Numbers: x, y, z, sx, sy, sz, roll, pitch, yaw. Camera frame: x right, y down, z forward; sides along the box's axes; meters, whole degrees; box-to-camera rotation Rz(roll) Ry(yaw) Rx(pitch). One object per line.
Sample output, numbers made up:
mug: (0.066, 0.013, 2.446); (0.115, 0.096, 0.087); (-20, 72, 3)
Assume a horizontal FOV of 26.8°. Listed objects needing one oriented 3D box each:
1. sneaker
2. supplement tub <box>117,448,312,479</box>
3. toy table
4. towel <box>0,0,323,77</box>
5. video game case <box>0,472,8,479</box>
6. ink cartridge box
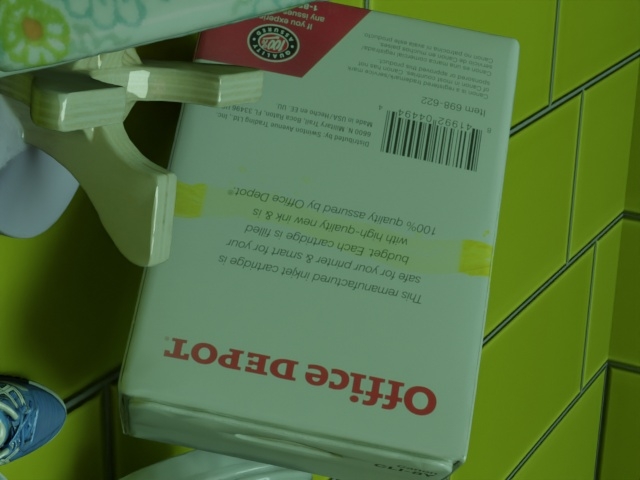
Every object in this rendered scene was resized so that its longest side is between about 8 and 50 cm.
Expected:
sneaker: (-0.260, 0.149, 1.037); (0.211, 0.081, 0.080); (4, 96, -64)
supplement tub: (-0.062, 0.362, 1.206); (0.241, 0.241, 0.331); (19, 49, -63)
toy table: (-0.173, -0.123, 1.005); (0.252, 0.161, 0.274); (-36, 133, -53)
towel: (-0.099, -0.293, 0.864); (0.375, 0.090, 0.320); (-16, 96, -15)
video game case: (-0.300, 0.215, 0.909); (0.201, 0.023, 0.183); (-31, 136, -3)
ink cartridge box: (0.000, 0.000, 1.158); (0.160, 0.279, 0.384); (108, -6, -68)
